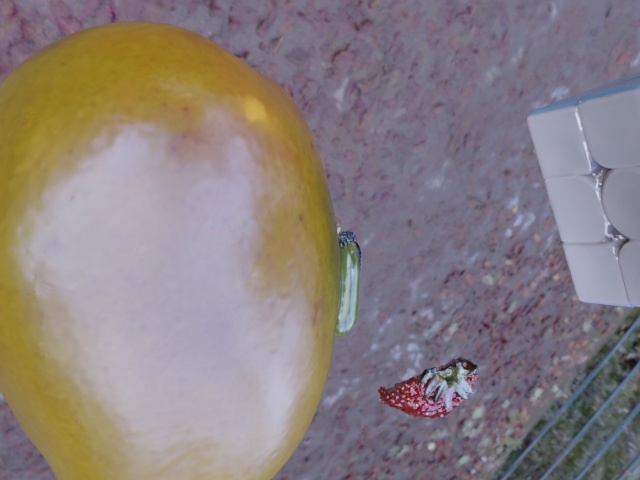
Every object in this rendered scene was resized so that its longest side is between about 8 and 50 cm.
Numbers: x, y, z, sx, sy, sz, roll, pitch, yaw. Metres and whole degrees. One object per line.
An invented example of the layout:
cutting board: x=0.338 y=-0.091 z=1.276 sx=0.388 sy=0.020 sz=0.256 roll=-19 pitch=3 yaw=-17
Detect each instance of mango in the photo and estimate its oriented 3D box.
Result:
mango: x=-0.128 y=0.052 z=0.566 sx=0.300 sy=0.232 sz=0.446 roll=-11 pitch=111 yaw=-28

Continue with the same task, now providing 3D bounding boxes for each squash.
squash: x=0.043 y=0.074 z=1.165 sx=0.052 sy=0.052 sz=0.184 roll=2 pitch=95 yaw=-40

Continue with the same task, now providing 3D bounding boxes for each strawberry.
strawberry: x=0.300 y=0.425 z=1.892 sx=0.233 sy=0.138 sz=0.306 roll=-16 pitch=165 yaw=-27

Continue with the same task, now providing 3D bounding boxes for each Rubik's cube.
Rubik's cube: x=0.501 y=-0.090 z=0.886 sx=0.290 sy=0.291 sz=0.291 roll=-22 pitch=98 yaw=-23

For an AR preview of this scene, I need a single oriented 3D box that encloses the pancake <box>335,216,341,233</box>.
pancake: x=-0.001 y=-0.001 z=1.300 sx=0.115 sy=0.011 sz=0.115 roll=-38 pitch=151 yaw=-26
